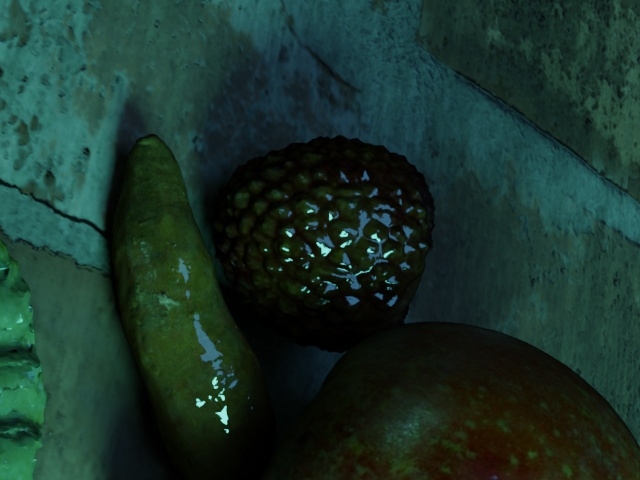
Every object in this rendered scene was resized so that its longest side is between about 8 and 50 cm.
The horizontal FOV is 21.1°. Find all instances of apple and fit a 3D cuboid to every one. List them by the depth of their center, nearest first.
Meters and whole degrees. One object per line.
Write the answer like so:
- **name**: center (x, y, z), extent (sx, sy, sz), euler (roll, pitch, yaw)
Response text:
- **apple**: center (0.093, 0.235, 1.301), extent (0.277, 0.348, 0.348), euler (30, 49, 10)

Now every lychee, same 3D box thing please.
- **lychee**: center (0.000, 0.000, 1.381), extent (0.188, 0.188, 0.188), euler (12, 73, -45)

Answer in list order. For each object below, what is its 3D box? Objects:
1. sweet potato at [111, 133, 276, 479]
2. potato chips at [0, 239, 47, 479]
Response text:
- **sweet potato**: center (-0.103, 0.063, 1.307), extent (0.097, 0.097, 0.291), euler (-20, 96, -48)
- **potato chips**: center (-0.322, 0.106, 1.054), extent (0.429, 0.070, 0.358), euler (-2, 71, -52)
